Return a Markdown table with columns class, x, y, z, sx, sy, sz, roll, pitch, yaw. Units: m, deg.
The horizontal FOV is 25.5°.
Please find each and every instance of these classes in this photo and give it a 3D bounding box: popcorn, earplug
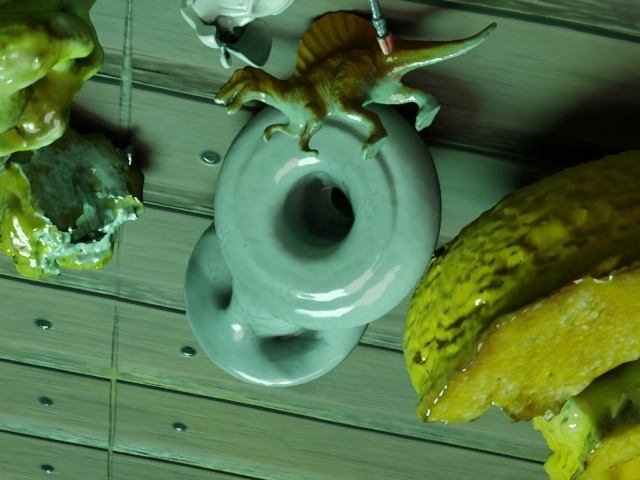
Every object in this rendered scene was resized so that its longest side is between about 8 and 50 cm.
| class | x | y | z | sx | sy | sz | roll | pitch | yaw |
| --- | --- | --- | --- | --- | --- | --- | --- | --- | --- |
| popcorn | -0.293 | -0.165 | 1.066 | 0.282 | 0.247 | 0.282 | -17 | 155 | -8 |
| earplug | -0.008 | 0.005 | 1.301 | 0.214 | 0.175 | 0.325 | 47 | 137 | 15 |

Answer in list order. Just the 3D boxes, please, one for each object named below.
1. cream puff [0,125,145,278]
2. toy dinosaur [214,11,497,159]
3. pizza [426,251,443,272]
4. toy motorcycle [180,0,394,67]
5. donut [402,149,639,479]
| class | x | y | z | sx | sy | sz | roll | pitch | yaw |
| --- | --- | --- | --- | --- | --- | --- | --- | --- | --- |
| cream puff | -0.248 | -0.032 | 1.328 | 0.121 | 0.156 | 0.156 | 47 | 140 | 12 |
| toy dinosaur | 0.030 | -0.142 | 1.177 | 0.212 | 0.142 | 0.057 | -41 | 161 | 2 |
| pizza | 0.151 | 0.055 | 1.425 | 0.099 | 0.035 | 0.160 | 11 | 141 | -2 |
| toy motorcycle | -0.026 | -0.211 | 1.094 | 0.221 | 0.102 | 0.150 | -7 | 126 | 20 |
| donut | 0.292 | 0.074 | 1.276 | 0.378 | 0.163 | 0.435 | -28 | 141 | 15 |
